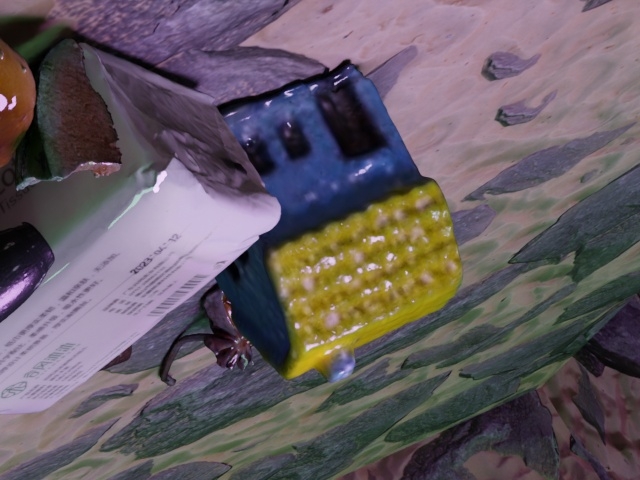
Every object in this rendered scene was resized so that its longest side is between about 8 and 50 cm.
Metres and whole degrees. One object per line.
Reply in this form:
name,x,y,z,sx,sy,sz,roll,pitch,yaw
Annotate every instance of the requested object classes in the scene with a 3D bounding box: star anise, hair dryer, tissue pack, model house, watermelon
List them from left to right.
hair dryer,-0.356,0.012,1.340,0.195,0.219,0.075,-37,150,-20
watermelon,-0.222,-0.098,1.322,0.080,0.155,0.101,1,155,-35
tissue pack,-0.249,-0.002,1.507,0.356,0.194,0.266,-38,159,15
star anise,-0.167,0.130,2.249,0.227,0.218,0.148,3,-138,36
model house,0.000,0.000,1.762,0.237,0.303,0.215,-23,166,-25

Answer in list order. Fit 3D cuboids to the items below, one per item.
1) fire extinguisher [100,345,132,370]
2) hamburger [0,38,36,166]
fire extinguisher,-0.367,0.156,1.933,0.267,0.072,0.089,-20,-166,-32
hamburger,-0.361,-0.084,1.223,0.286,0.146,0.243,-30,155,-2
